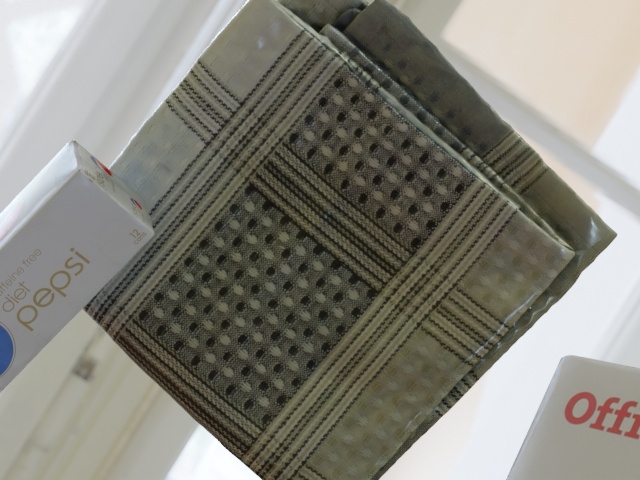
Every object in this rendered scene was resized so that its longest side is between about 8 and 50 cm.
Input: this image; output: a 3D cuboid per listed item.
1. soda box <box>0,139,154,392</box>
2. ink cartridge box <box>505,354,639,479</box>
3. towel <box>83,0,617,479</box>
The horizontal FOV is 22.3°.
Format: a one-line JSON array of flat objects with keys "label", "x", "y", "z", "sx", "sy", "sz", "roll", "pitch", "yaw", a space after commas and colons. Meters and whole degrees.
[{"label": "soda box", "x": -0.216, "y": 0.037, "z": 1.125, "sx": 0.074, "sy": 0.216, "sz": 0.069, "roll": 41, "pitch": 9, "yaw": -23}, {"label": "ink cartridge box", "x": 0.175, "y": 0.219, "z": 0.701, "sx": 0.197, "sy": 0.270, "sz": 0.198, "roll": 34, "pitch": -14, "yaw": -32}, {"label": "towel", "x": 0.000, "y": 0.000, "z": 1.182, "sx": 0.312, "sy": 0.324, "sz": 0.056, "roll": 43, "pitch": 5, "yaw": 6}]
